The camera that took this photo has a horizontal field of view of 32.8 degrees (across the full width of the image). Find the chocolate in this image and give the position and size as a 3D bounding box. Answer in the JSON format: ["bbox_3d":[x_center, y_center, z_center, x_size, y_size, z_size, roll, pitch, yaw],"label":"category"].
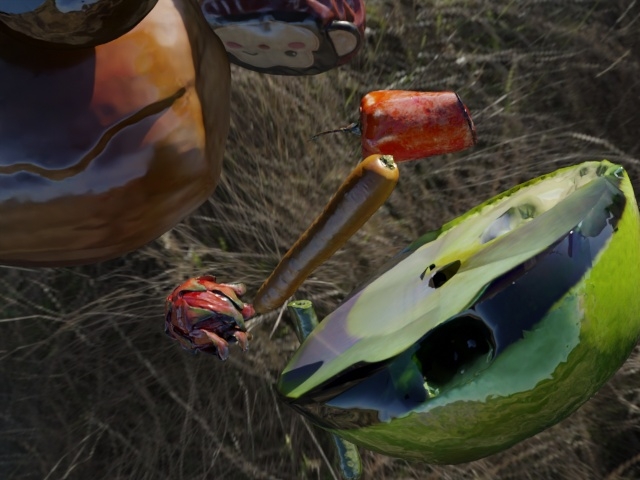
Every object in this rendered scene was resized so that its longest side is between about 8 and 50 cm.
[{"bbox_3d":[-0.184,-0.220,0.805,0.176,0.177,0.177,0,88,-2],"label":"chocolate"}]

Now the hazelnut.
[{"bbox_3d":[-0.259,-0.126,1.030,0.372,0.372,0.315,-38,77,-3],"label":"hazelnut"}]

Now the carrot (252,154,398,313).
[{"bbox_3d":[0.000,0.000,1.088,0.043,0.043,0.248,42,126,0],"label":"carrot"}]

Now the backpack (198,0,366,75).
[{"bbox_3d":[-0.044,-0.282,1.366,0.229,0.229,0.139,10,80,-1],"label":"backpack"}]

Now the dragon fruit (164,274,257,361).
[{"bbox_3d":[-0.178,0.121,1.717,0.142,0.121,0.130,-6,95,12],"label":"dragon fruit"}]

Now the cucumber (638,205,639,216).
[{"bbox_3d":[0.502,-0.010,1.797,0.245,0.067,0.067,-31,89,11],"label":"cucumber"}]

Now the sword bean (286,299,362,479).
[{"bbox_3d":[0.009,0.203,1.473,0.038,0.043,0.269,-14,105,10],"label":"sword bean"}]

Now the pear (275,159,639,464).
[{"bbox_3d":[0.166,0.095,1.075,0.398,0.399,0.165,-37,99,-3],"label":"pear"}]

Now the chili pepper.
[{"bbox_3d":[0.078,-0.127,1.228,0.192,0.084,0.086,-8,120,4],"label":"chili pepper"}]
